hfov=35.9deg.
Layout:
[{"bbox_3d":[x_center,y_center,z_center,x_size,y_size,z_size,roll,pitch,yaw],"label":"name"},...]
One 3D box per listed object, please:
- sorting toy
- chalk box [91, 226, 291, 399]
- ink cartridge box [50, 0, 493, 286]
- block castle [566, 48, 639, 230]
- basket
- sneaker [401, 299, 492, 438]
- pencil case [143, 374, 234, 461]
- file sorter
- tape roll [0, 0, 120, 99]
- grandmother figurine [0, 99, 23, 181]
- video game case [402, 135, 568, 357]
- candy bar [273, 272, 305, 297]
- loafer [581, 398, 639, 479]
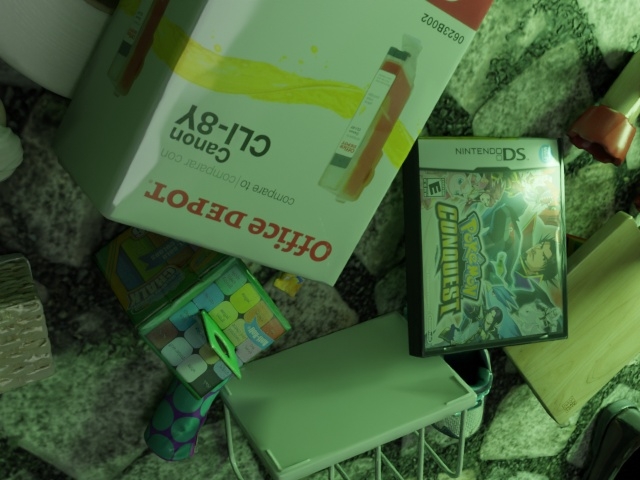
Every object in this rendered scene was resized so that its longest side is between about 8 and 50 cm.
[{"bbox_3d":[0.382,0.107,1.483,0.257,0.089,0.255,-42,130,-3],"label":"sorting toy"},{"bbox_3d":[-0.132,0.066,1.063,0.132,0.213,0.132,-38,130,-7],"label":"chalk box"},{"bbox_3d":[-0.033,-0.177,0.925,0.279,0.160,0.385,19,106,-38],"label":"ink cartridge box"},{"bbox_3d":[0.565,-0.052,1.274,0.303,0.453,0.213,33,89,-41],"label":"block castle"},{"bbox_3d":[-0.365,0.099,1.011,0.167,0.103,0.113,-16,123,-22],"label":"basket"},{"bbox_3d":[0.188,0.196,1.394,0.110,0.122,0.283,-28,128,-14],"label":"sneaker"},{"bbox_3d":[-0.157,0.195,1.216,0.070,0.064,0.152,28,103,2],"label":"pencil case"},{"bbox_3d":[0.029,0.251,1.287,0.277,0.193,0.173,-17,127,-23],"label":"file sorter"},{"bbox_3d":[-0.166,-0.313,0.916,0.391,0.072,0.392,-14,122,-24],"label":"tape roll"},{"bbox_3d":[-0.321,-0.200,0.779,0.104,0.208,0.343,-22,112,-21],"label":"grandmother figurine"},{"bbox_3d":[0.219,0.003,1.284,0.248,0.035,0.275,-3,92,-30],"label":"video game case"},{"bbox_3d":[0.000,0.000,1.233,0.040,0.018,0.161,32,98,-40],"label":"candy bar"},{"bbox_3d":[0.531,0.425,1.754,0.109,0.095,0.303,-16,124,-23],"label":"loafer"}]
